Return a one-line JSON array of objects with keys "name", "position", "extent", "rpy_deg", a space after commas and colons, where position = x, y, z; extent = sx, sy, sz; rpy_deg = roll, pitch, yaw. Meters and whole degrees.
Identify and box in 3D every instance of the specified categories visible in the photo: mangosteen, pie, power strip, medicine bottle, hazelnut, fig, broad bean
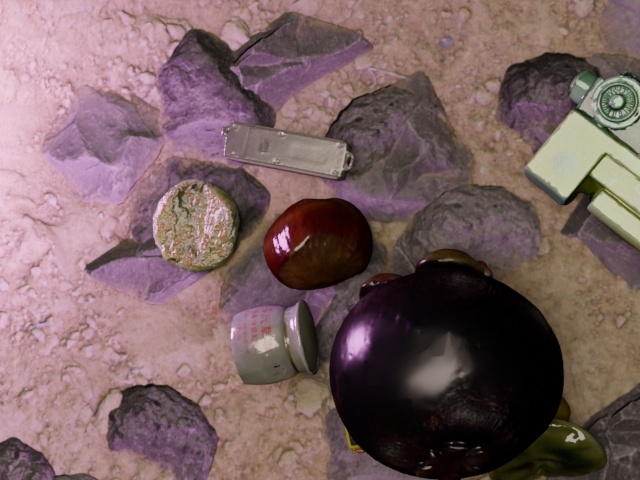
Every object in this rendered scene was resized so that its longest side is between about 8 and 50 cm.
[{"name": "mangosteen", "position": [0.205, 0.185, 1.687], "extent": [0.382, 0.382, 0.435], "rpy_deg": [-11, 48, 13]}, {"name": "pie", "position": [-0.245, -0.028, 1.987], "extent": [0.186, 0.041, 0.187], "rpy_deg": [-1, 87, 14]}, {"name": "power strip", "position": [-0.062, -0.173, 1.944], "extent": [0.272, 0.052, 0.078], "rpy_deg": [11, 90, 13]}, {"name": "medicine bottle", "position": [-0.082, 0.192, 1.880], "extent": [0.143, 0.147, 0.147], "rpy_deg": [-11, 84, 12]}, {"name": "hazelnut", "position": [0.001, 0.008, 1.878], "extent": [0.201, 0.160, 0.170], "rpy_deg": [-5, 100, -23]}, {"name": "fig", "position": [0.404, 0.303, 1.784], "extent": [0.074, 0.088, 0.074], "rpy_deg": [-7, 71, 22]}, {"name": "broad bean", "position": [0.393, 0.371, 1.769], "extent": [0.206, 0.153, 0.072], "rpy_deg": [-15, 39, 16]}]

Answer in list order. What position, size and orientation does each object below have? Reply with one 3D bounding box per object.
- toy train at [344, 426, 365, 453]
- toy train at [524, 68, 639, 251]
[{"name": "toy train", "position": [0.080, 0.300, 1.845], "extent": [0.089, 0.127, 0.219], "rpy_deg": [-12, 85, 13]}, {"name": "toy train", "position": [0.557, -0.112, 1.738], "extent": [0.397, 0.160, 0.253], "rpy_deg": [40, 104, 13]}]
